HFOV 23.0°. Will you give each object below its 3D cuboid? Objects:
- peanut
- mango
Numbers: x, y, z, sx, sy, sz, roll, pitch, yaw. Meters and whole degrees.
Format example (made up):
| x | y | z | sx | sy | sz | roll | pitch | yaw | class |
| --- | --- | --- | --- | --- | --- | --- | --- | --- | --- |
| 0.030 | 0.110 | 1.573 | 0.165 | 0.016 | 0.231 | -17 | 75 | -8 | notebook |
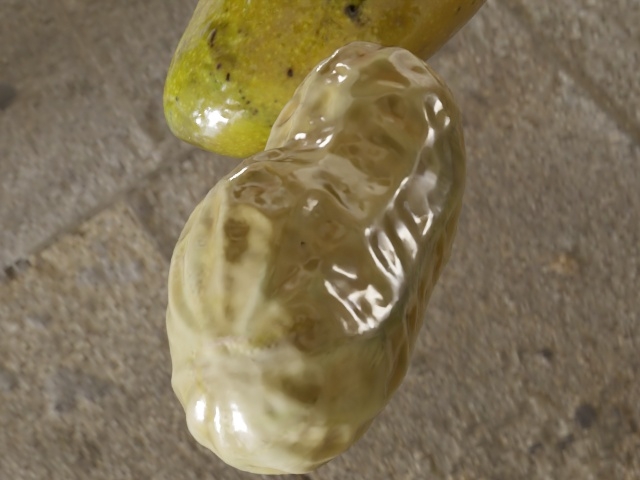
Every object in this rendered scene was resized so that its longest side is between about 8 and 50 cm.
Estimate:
| x | y | z | sx | sy | sz | roll | pitch | yaw | class |
| --- | --- | --- | --- | --- | --- | --- | --- | --- | --- |
| 0.000 | 0.000 | 0.575 | 0.093 | 0.083 | 0.194 | 29 | 50 | -10 | peanut |
| 0.023 | -0.194 | 1.031 | 0.175 | 0.176 | 0.329 | 42 | 67 | -11 | mango |
